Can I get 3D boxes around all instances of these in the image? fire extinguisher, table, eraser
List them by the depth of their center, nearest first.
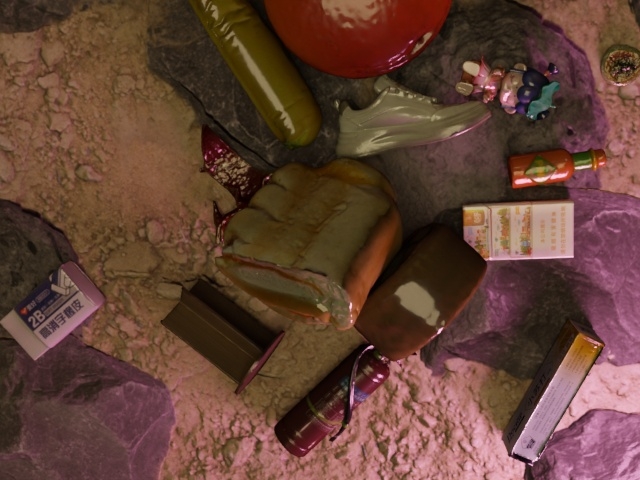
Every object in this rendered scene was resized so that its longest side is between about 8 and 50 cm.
[{"bbox_3d":[-0.214,0.194,1.762,0.226,0.167,0.167,37,105,6],"label":"table"},{"bbox_3d":[0.058,0.335,1.786,0.341,0.105,0.141,-44,124,14],"label":"fire extinguisher"},{"bbox_3d":[-0.595,0.157,1.831,0.210,0.068,0.124,-38,98,15],"label":"eraser"}]

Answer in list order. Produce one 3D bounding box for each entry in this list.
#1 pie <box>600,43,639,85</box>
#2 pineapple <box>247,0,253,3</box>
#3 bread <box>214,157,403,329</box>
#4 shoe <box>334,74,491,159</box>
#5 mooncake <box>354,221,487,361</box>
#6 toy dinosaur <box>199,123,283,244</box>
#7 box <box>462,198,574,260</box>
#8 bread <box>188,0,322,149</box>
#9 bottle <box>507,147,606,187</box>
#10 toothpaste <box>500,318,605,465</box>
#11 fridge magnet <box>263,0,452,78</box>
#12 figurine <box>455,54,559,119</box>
[{"bbox_3d":[0.584,-0.338,1.591,0.084,0.021,0.084,2,104,7],"label":"pie"},{"bbox_3d":[-0.157,-0.562,1.512,0.119,0.130,0.277,-15,61,20],"label":"pineapple"},{"bbox_3d":[0.000,0.000,1.562,0.300,0.341,0.210,15,141,21],"label":"bread"},{"bbox_3d":[0.163,-0.259,1.606,0.316,0.124,0.159,-14,97,18],"label":"shoe"},{"bbox_3d":[0.183,0.094,1.614,0.155,0.284,0.284,45,105,-1],"label":"mooncake"},{"bbox_3d":[-0.149,-0.085,1.696,0.206,0.113,0.327,-5,101,6],"label":"toy dinosaur"},{"bbox_3d":[0.403,-0.021,1.686,0.220,0.032,0.122,-2,104,7],"label":"box"},{"bbox_3d":[-0.121,-0.351,1.599,0.112,0.166,0.383,-34,97,2],"label":"bread"},{"bbox_3d":[0.467,-0.150,1.628,0.187,0.069,0.069,-10,103,8],"label":"bottle"},{"bbox_3d":[0.487,0.323,1.736,0.071,0.089,0.313,23,105,-7],"label":"toothpaste"},{"bbox_3d":[0.069,-0.487,1.544,0.363,0.155,0.364,1,104,6],"label":"fridge magnet"},{"bbox_3d":[0.365,-0.304,1.587,0.195,0.102,0.111,21,118,4],"label":"figurine"}]
